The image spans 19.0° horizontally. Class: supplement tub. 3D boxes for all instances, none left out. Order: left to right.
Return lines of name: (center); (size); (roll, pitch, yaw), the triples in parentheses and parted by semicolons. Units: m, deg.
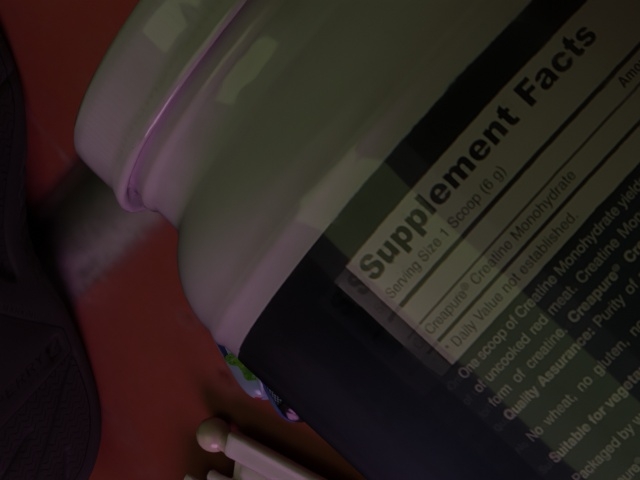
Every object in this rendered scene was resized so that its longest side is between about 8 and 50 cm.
supplement tub: (0.081, 0.005, 0.567); (0.272, 0.191, 0.191); (43, 137, 6)

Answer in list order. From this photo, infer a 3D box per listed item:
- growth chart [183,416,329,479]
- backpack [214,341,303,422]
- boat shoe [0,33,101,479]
growth chart: (-0.010, 0.191, 0.905); (0.172, 0.021, 0.237); (32, 134, 20)
backpack: (0.000, 0.000, 0.707); (0.084, 0.105, 0.114); (-15, 101, 44)
boat shoe: (-0.191, -0.006, 0.863); (0.103, 0.118, 0.320); (7, 128, 32)
